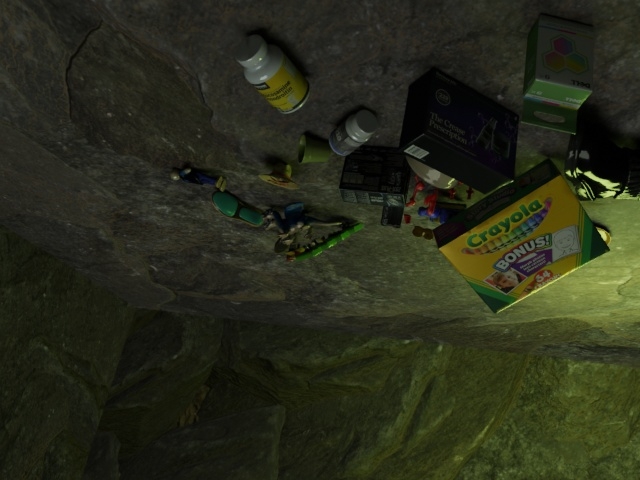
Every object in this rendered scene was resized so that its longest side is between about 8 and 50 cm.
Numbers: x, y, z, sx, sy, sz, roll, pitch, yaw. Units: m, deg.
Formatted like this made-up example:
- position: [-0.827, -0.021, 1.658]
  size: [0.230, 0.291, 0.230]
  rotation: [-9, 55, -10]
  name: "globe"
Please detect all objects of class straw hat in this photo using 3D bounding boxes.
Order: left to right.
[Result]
- position: [-0.119, -0.207, 1.909]
  size: [0.145, 0.061, 0.144]
  rotation: [16, 175, 2]
  name: "straw hat"

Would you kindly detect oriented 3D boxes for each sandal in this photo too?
- position: [-0.129, -0.018, 2.386]
  size: [0.090, 0.060, 0.219]
  rotation: [6, 144, -2]
  name: "sandal"

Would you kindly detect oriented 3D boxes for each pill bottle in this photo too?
- position: [-0.111, -0.382, 1.427]
  size: [0.103, 0.103, 0.184]
  rotation: [-3, 154, 33]
  name: "pill bottle"
- position: [0.085, -0.279, 1.607]
  size: [0.078, 0.078, 0.137]
  rotation: [21, 156, -21]
  name: "pill bottle"

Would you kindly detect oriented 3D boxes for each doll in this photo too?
- position: [-0.415, -0.210, 2.072]
  size: [0.189, 0.046, 0.129]
  rotation: [13, 168, 15]
  name: "doll"

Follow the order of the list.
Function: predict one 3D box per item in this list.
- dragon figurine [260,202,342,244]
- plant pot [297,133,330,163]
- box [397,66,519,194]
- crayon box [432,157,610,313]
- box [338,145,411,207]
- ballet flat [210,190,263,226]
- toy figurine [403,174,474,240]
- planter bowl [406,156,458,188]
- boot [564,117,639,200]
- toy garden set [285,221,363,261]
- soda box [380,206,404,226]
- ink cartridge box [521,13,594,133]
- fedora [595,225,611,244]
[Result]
- position: [-0.079, -0.076, 2.169]
  size: [0.289, 0.144, 0.085]
  rotation: [-18, 147, 17]
  name: "dragon figurine"
- position: [-0.015, -0.251, 1.743]
  size: [0.079, 0.083, 0.083]
  rotation: [4, 160, -16]
  name: "plant pot"
- position: [0.321, -0.247, 1.426]
  size: [0.261, 0.184, 0.103]
  rotation: [22, 153, -23]
  name: "box"
- position: [0.547, -0.001, 1.705]
  size: [0.363, 0.106, 0.313]
  rotation: [-34, 122, 20]
  name: "crayon box"
- position: [0.155, -0.179, 1.722]
  size: [0.180, 0.147, 0.077]
  rotation: [6, 157, 13]
  name: "box"
- position: [-0.310, -0.109, 2.230]
  size: [0.232, 0.080, 0.073]
  rotation: [31, 166, -35]
  name: "ballet flat"
- position: [0.424, -0.100, 1.860]
  size: [0.363, 0.191, 0.217]
  rotation: [4, -172, 1]
  name: "toy figurine"
- position: [0.308, -0.225, 1.548]
  size: [0.162, 0.162, 0.109]
  rotation: [19, 136, -17]
  name: "planter bowl"
- position: [0.721, -0.182, 1.436]
  size: [0.260, 0.131, 0.348]
  rotation: [6, 169, 33]
  name: "boot"
- position: [0.000, 0.000, 2.207]
  size: [0.204, 0.244, 0.049]
  rotation: [-18, 100, 55]
  name: "toy garden set"
- position: [0.215, -0.123, 1.790]
  size: [0.060, 0.168, 0.053]
  rotation: [10, 177, 7]
  name: "soda box"
- position: [0.445, -0.313, 1.166]
  size: [0.109, 0.209, 0.062]
  rotation: [12, 159, -2]
  name: "ink cartridge box"
- position: [0.808, 0.015, 1.945]
  size: [0.194, 0.079, 0.194]
  rotation: [11, 157, 4]
  name: "fedora"
